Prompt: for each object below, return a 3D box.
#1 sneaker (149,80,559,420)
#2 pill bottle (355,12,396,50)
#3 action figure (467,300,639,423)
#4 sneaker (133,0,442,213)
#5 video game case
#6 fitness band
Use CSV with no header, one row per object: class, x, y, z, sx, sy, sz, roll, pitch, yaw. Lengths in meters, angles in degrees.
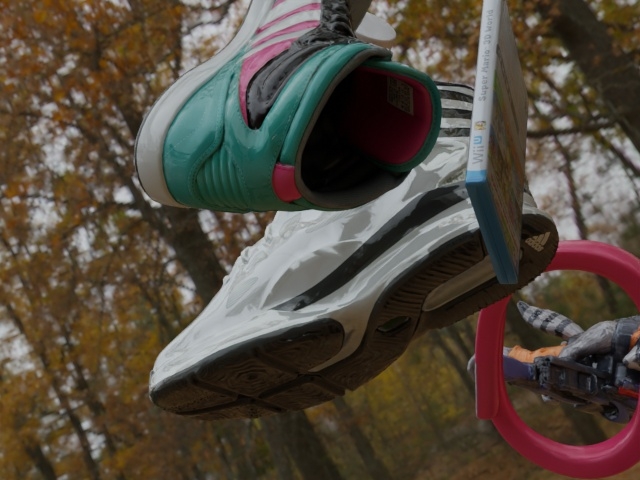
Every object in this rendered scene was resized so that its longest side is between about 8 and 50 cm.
sneaker,0.001,0.000,0.945,0.447,0.257,0.169,-30,-36,23
pill bottle,0.038,-0.266,1.609,0.136,0.136,0.246,-14,-40,-41
action figure,0.357,0.155,1.310,0.341,0.178,0.330,20,-16,-29
sneaker,0.015,-0.127,0.683,0.295,0.178,0.124,-57,-35,-29
video game case,0.122,-0.071,0.633,0.015,0.166,0.119,-3,-34,21
fitness band,0.280,0.136,1.045,0.209,0.291,0.054,5,23,18
